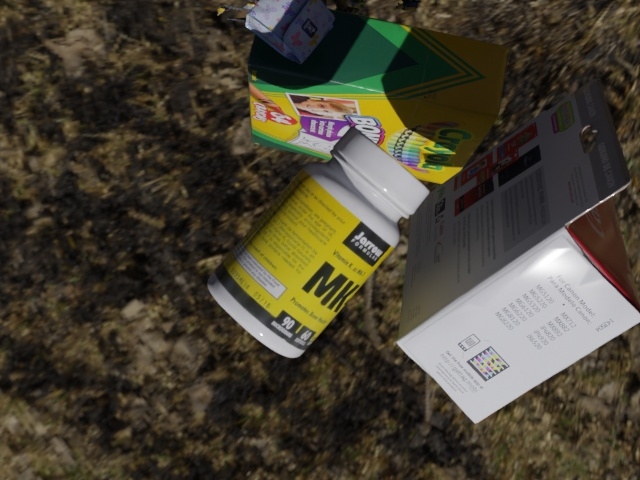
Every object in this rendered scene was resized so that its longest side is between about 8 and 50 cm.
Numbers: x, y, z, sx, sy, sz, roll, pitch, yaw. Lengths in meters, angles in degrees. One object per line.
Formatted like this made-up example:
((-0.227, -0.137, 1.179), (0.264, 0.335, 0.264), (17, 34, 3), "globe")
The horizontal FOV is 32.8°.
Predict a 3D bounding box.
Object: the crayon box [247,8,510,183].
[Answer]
((0.065, -0.191, 1.498), (0.313, 0.363, 0.106), (13, 80, 0), "crayon box")

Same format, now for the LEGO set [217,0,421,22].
((0.011, -0.367, 1.714), (0.331, 0.255, 0.192), (29, 119, 55), "LEGO set")

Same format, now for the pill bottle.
((0.000, 0.000, 1.042), (0.119, 0.119, 0.208), (41, 95, 5), "pill bottle")

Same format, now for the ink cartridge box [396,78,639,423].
((0.229, -0.002, 1.141), (0.272, 0.309, 0.130), (-37, 107, 24), "ink cartridge box")

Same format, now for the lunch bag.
((-0.033, -0.253, 1.246), (0.083, 0.053, 0.071), (39, 80, -3), "lunch bag")
